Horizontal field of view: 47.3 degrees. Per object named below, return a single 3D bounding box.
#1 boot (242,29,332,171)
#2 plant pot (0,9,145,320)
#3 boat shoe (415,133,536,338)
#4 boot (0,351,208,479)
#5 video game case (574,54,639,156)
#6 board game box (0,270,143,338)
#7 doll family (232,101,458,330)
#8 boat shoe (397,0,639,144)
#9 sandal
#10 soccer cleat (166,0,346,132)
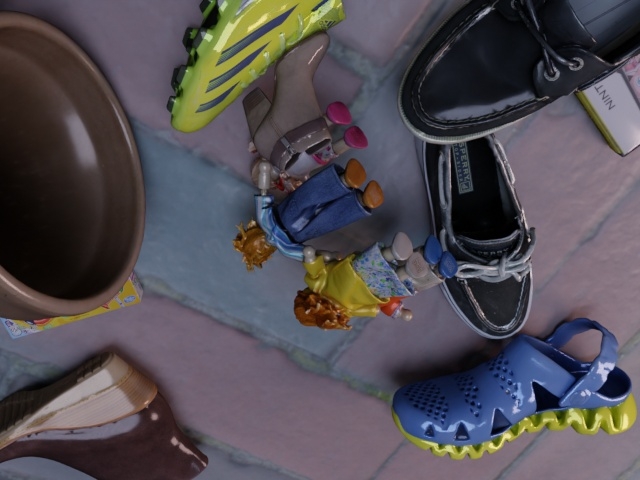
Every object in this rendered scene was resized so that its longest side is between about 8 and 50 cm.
[{"bbox_3d":[-0.017,-0.124,0.675,0.118,0.042,0.087,-40,72,17],"label":"boot"},{"bbox_3d":[-0.323,-0.048,0.657,0.229,0.263,0.263,-9,120,20],"label":"plant pot"},{"bbox_3d":[0.181,-0.002,0.794,0.113,0.105,0.306,-13,118,1],"label":"boat shoe"},{"bbox_3d":[-0.288,0.264,0.889,0.248,0.090,0.207,-28,115,4],"label":"boot"},{"bbox_3d":[0.352,-0.256,0.719,0.275,0.035,0.248,-38,115,13],"label":"video game case"},{"bbox_3d":[-0.289,0.042,0.807,0.154,0.026,0.103,-17,118,2],"label":"board game box"},{"bbox_3d":[0.000,0.000,0.730,0.163,0.118,0.263,-29,102,36],"label":"doll family"},{"bbox_3d":[0.220,-0.196,0.631,0.340,0.113,0.127,-25,92,6],"label":"boat shoe"},{"bbox_3d":[0.238,0.170,0.891,0.317,0.126,0.138,-9,118,-13],"label":"sandal"},{"bbox_3d":[-0.041,-0.205,0.670,0.121,0.093,0.289,26,113,-26],"label":"soccer cleat"}]
